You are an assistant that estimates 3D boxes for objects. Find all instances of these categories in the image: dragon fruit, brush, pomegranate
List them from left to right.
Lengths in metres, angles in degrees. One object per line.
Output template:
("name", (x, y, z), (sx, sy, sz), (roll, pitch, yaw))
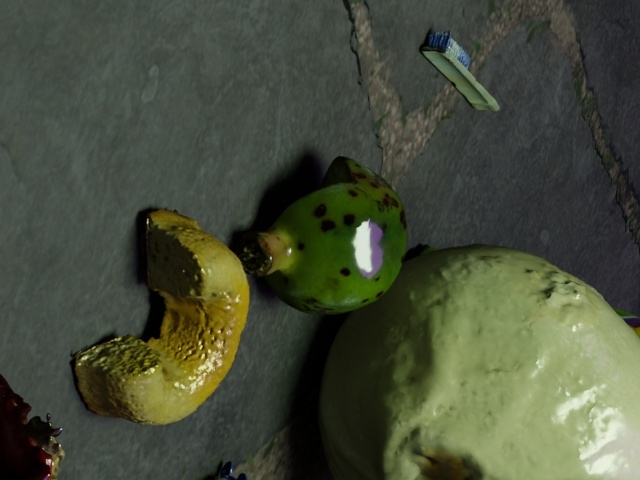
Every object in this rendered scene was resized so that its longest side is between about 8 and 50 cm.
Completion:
("dragon fruit", (-0.235, 0.117, 1.144), (0.122, 0.192, 0.092), (35, 80, -47))
("pomegranate", (0.011, 0.008, 1.605), (0.169, 0.122, 0.143), (-35, 163, -54))
("brush", (0.149, -0.177, 1.858), (0.178, 0.033, 0.030), (34, 60, -62))

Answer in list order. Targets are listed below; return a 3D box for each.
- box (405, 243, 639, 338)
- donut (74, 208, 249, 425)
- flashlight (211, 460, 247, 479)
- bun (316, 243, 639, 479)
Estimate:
("box", (0.234, 0.112, 1.836), (0.134, 0.346, 0.097), (-46, 147, -48))
("donut", (-0.119, 0.073, 1.455), (0.181, 0.078, 0.146), (-65, 149, -13))
("flashlight", (-0.104, 0.264, 1.634), (0.035, 0.057, 0.121), (23, 92, -27))
("bun", (0.152, 0.196, 1.709), (0.202, 0.364, 0.364), (-42, 140, -53))
